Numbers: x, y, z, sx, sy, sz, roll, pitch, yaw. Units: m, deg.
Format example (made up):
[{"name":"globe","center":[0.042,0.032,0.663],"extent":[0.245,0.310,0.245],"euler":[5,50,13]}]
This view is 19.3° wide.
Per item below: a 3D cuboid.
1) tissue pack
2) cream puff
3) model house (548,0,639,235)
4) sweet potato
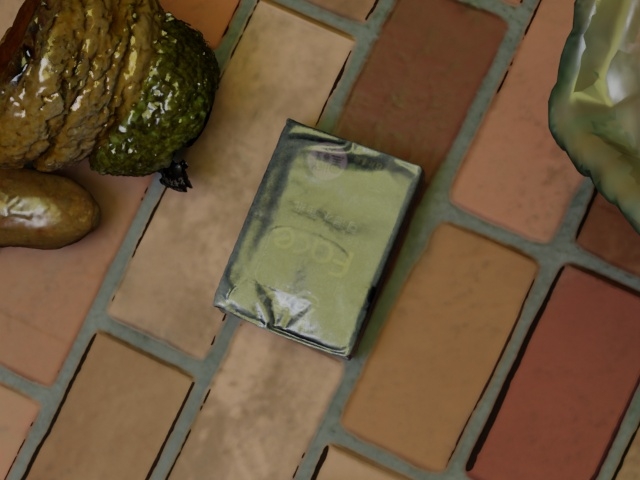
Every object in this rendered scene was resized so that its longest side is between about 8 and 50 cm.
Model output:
[{"name":"tissue pack","center":[0.000,0.000,1.405],"extent":[0.112,0.051,0.156],"euler":[21,84,9]},{"name":"cream puff","center":[-0.156,-0.110,1.400],"extent":[0.169,0.183,0.183],"euler":[28,85,-17]},{"name":"model house","center":[0.381,-0.048,1.178],"extent":[0.400,0.445,0.395],"euler":[-15,73,44]},{"name":"sweet potato","center":[-0.345,-0.015,1.427],"extent":[0.354,0.095,0.106],"euler":[-11,121,9]}]
